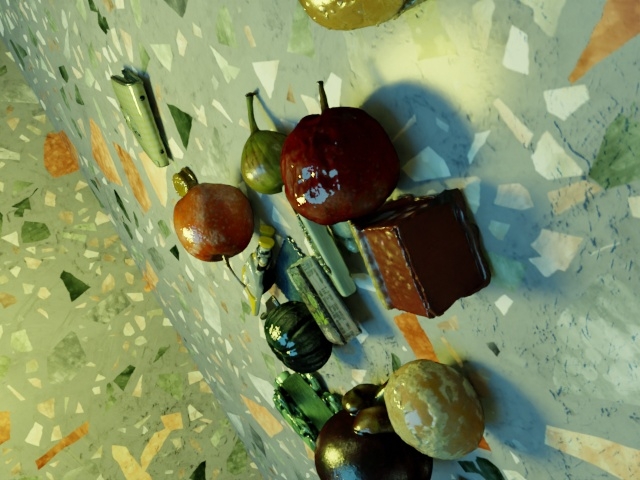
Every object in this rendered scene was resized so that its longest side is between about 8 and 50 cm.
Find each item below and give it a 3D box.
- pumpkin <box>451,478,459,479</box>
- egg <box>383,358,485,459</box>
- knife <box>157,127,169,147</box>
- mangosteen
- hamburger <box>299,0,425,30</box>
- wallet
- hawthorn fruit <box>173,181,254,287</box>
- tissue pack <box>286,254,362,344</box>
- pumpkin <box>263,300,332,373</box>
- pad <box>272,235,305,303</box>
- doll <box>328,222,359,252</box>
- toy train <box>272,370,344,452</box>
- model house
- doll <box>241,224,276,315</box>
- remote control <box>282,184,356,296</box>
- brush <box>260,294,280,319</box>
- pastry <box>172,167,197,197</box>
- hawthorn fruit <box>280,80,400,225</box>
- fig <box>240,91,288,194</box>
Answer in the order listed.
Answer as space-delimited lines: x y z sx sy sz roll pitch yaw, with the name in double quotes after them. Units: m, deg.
0.352 0.767 1.348 0.139 0.190 0.280 13 126 53 "pumpkin"
0.246 0.359 1.151 0.233 0.195 0.195 33 147 2 "egg"
-0.561 -0.366 1.909 0.091 0.005 0.014 57 149 3 "knife"
0.140 0.522 1.386 0.307 0.307 0.347 1 88 56 "mangosteen"
0.052 -0.446 0.786 0.283 0.144 0.259 -3 111 51 "hamburger"
-0.635 -0.429 1.899 0.223 0.077 0.309 32 143 43 "wallet"
-0.305 -0.049 1.552 0.231 0.235 0.263 -65 26 20 "hawthorn fruit"
0.003 0.153 1.394 0.235 0.073 0.173 58 167 0 "tissue pack"
-0.063 0.278 1.549 0.220 0.162 0.220 49 159 26 "pumpkin"
-0.048 0.147 1.582 0.269 0.012 0.269 49 148 17 "pad"
0.042 -0.067 1.197 0.103 0.071 0.214 15 133 51 "doll"
-0.033 0.572 1.803 0.299 0.167 0.238 41 155 32 "toy train"
0.156 0.023 1.022 0.254 0.160 0.196 -4 114 59 "model house"
-0.184 0.092 1.637 0.145 0.103 0.316 59 147 34 "doll"
0.000 0.000 1.258 0.296 0.056 0.140 63 177 -33 "remote control"
-0.177 0.243 1.854 0.063 0.016 0.193 56 150 9 "brush"
-0.470 -0.197 1.870 0.097 0.057 0.109 20 133 46 "pastry"
0.029 -0.165 1.016 0.230 0.210 0.266 -10 90 53 "hawthorn fruit"
-0.148 -0.231 1.276 0.259 0.151 0.151 57 150 12 "fig"
